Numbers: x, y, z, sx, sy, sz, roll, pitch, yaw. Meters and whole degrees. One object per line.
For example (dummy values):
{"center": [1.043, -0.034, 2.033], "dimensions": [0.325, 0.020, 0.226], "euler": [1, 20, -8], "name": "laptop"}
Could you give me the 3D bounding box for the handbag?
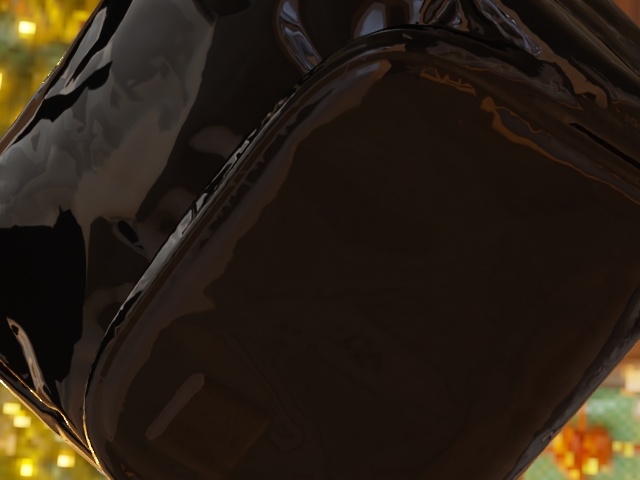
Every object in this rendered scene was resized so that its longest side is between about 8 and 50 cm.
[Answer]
{"center": [-0.002, -0.001, 0.792], "dimensions": [0.302, 0.275, 0.178], "euler": [-50, 155, 17], "name": "handbag"}
